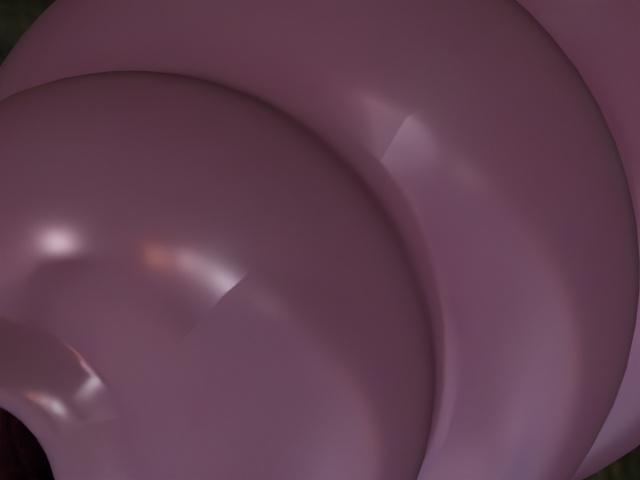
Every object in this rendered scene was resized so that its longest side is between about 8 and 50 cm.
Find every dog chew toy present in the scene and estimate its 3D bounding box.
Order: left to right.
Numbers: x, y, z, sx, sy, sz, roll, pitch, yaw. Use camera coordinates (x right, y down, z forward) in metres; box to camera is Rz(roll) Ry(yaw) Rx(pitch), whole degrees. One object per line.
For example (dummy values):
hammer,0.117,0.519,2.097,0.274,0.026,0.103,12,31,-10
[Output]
dog chew toy,0.000,0.000,0.515,0.207,0.332,0.206,7,107,21
